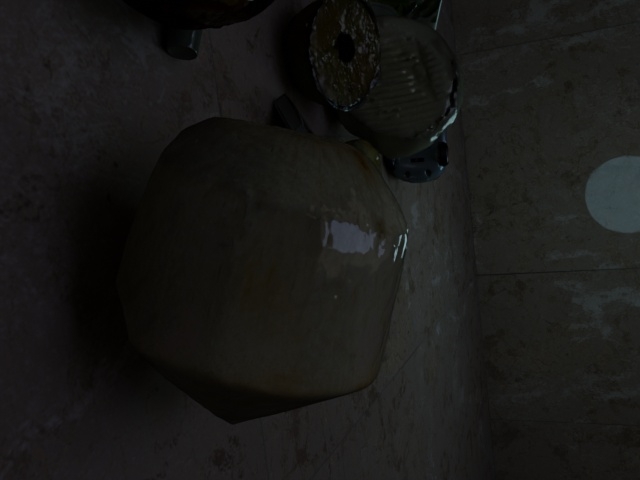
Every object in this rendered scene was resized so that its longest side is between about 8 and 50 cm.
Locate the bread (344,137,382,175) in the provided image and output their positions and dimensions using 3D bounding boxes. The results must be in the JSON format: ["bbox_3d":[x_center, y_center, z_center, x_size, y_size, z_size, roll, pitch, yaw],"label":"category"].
[{"bbox_3d":[0.087,-0.117,1.510,0.152,0.129,0.268,127,-37,-74],"label":"bread"}]

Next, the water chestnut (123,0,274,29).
[{"bbox_3d":[-0.143,-0.437,0.782,0.335,0.346,0.335,-23,117,-55],"label":"water chestnut"}]

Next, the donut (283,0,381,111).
[{"bbox_3d":[0.026,-0.417,1.386,0.272,0.107,0.272,-14,108,-49],"label":"donut"}]

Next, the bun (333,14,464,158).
[{"bbox_3d":[0.188,-0.383,1.592,0.211,0.359,0.360,82,6,-86],"label":"bun"}]

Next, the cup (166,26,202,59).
[{"bbox_3d":[-0.212,-0.324,0.968,0.054,0.075,0.083,11,77,-28],"label":"cup"}]

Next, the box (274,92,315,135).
[{"bbox_3d":[-0.028,-0.213,1.309,0.177,0.036,0.115,50,11,-51],"label":"box"}]

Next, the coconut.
[{"bbox_3d":[-0.080,0.052,0.836,0.415,0.344,0.416,-10,111,-27],"label":"coconut"}]

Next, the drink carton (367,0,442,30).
[{"bbox_3d":[0.217,-0.604,1.685,0.325,0.194,0.132,90,6,-63],"label":"drink carton"}]

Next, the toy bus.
[{"bbox_3d":[0.321,-0.318,2.021,0.232,0.194,0.288,28,60,-72],"label":"toy bus"}]
